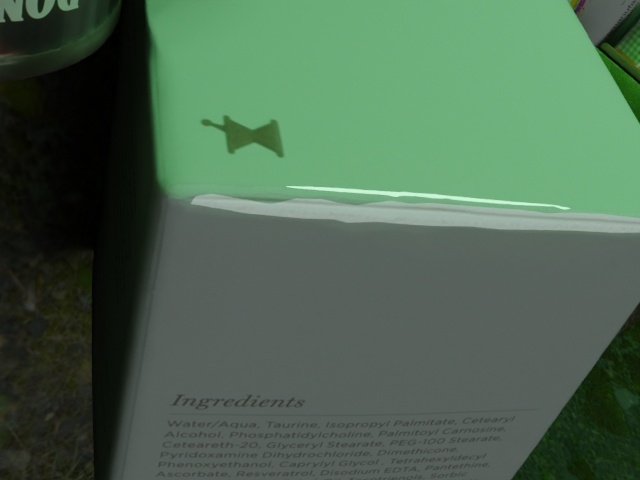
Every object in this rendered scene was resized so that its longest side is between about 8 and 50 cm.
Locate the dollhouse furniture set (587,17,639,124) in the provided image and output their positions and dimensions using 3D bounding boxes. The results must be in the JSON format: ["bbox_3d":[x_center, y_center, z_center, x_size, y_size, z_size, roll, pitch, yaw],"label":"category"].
[{"bbox_3d":[0.371,-0.187,0.953,0.198,0.151,0.301,-49,151,16],"label":"dollhouse furniture set"}]

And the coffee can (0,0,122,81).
[{"bbox_3d":[-0.174,-0.243,0.442,0.201,0.201,0.275,-16,143,-36],"label":"coffee can"}]

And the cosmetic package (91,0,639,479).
[{"bbox_3d":[0.000,0.000,0.750,0.327,0.330,0.394,3,136,-16],"label":"cosmetic package"}]

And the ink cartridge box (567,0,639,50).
[{"bbox_3d":[0.202,-0.245,0.953,0.278,0.117,0.201,1,131,-50],"label":"ink cartridge box"}]
